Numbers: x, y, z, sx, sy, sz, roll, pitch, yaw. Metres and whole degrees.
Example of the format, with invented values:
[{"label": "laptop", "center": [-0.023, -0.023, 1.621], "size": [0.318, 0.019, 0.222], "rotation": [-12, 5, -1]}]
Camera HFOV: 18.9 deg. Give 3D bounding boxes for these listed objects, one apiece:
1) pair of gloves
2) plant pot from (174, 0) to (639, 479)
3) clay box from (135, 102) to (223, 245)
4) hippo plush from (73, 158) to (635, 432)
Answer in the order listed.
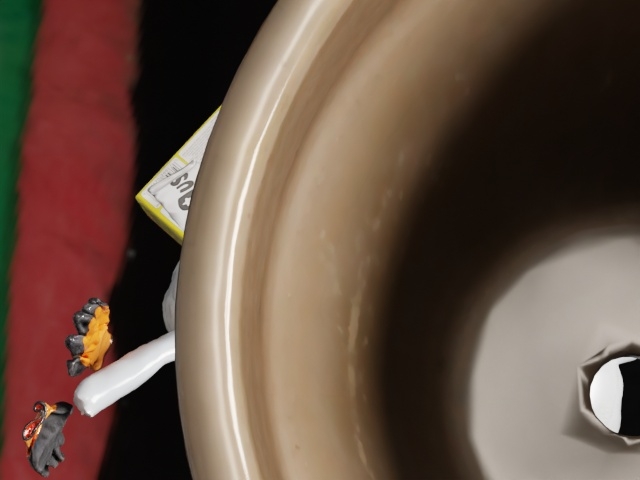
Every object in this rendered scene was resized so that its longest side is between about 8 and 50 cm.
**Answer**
[{"label": "pair of gloves", "center": [-0.115, 0.068, 0.890], "size": [0.074, 0.010, 0.083], "rotation": [89, 22, -71]}, {"label": "plant pot", "center": [0.100, 0.035, 0.509], "size": [0.229, 0.263, 0.263], "rotation": [90, 12, -79]}, {"label": "clay box", "center": [0.000, 0.000, 1.292], "size": [0.222, 0.053, 0.127], "rotation": [41, -98, 14]}, {"label": "hippo plush", "center": [0.056, 0.025, 1.000], "size": [0.236, 0.294, 0.234], "rotation": [19, -94, 11]}]
